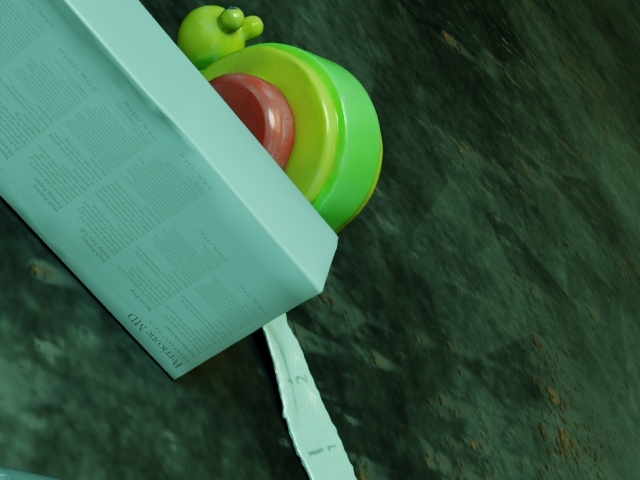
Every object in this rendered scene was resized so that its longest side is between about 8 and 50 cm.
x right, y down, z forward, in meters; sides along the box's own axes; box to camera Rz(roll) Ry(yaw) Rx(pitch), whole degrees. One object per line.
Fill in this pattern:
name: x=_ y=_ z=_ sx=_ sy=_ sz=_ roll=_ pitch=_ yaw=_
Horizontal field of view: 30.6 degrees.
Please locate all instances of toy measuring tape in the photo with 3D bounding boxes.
toy measuring tape: x=0.000 y=0.000 z=0.656 sx=0.121 sy=0.121 sz=0.330 roll=6 pitch=56 yaw=-59

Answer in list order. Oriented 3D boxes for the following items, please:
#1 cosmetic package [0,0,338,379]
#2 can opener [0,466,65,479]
cosmetic package: x=-0.105 y=-0.053 z=0.548 sx=0.239 sy=0.099 sz=0.060 roll=50 pitch=24 yaw=-17
can opener: x=-0.105 y=0.121 z=0.409 sx=0.280 sy=0.074 sz=0.093 roll=22 pitch=78 yaw=-49
